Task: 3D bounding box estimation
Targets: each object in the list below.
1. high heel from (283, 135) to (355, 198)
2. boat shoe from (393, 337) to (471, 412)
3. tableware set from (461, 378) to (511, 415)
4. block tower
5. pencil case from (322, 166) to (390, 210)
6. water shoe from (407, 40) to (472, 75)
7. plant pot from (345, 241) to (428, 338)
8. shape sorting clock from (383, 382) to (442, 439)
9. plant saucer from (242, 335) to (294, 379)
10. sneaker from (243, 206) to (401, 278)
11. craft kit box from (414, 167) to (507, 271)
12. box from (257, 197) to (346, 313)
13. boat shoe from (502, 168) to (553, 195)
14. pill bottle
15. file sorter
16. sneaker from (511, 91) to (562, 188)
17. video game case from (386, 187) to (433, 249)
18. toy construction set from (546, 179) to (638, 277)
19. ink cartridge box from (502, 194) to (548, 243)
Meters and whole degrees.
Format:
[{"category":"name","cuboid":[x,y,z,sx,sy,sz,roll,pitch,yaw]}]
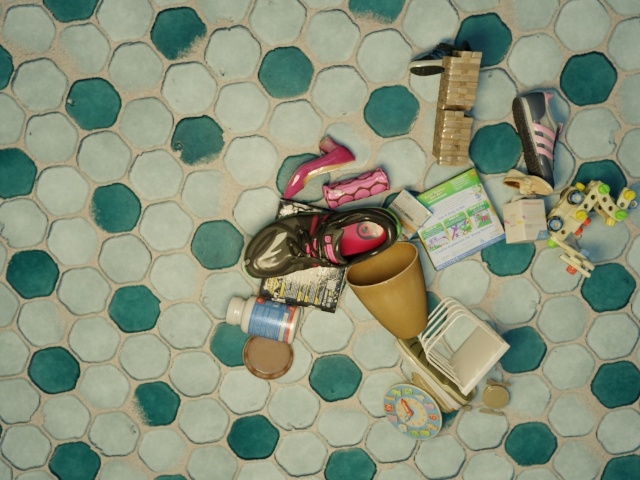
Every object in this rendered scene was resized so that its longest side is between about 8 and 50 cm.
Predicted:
[{"category":"high heel","cuboid":[-0.005,-0.202,1.884,0.117,0.082,0.244,40,83,6]},{"category":"boat shoe","cuboid":[0.338,0.433,1.947,0.302,0.113,0.103,46,119,9]},{"category":"tableware set","cuboid":[0.521,0.502,1.994,0.194,0.039,0.128,9,108,3]},{"category":"block tower","cuboid":[0.404,-0.395,1.815,0.091,0.097,0.335,1,109,-6]},{"category":"pencil case","cuboid":[0.111,-0.164,1.876,0.209,0.098,0.095,-20,67,1]},{"category":"water shoe","cuboid":[0.362,-0.558,1.848,0.203,0.073,0.080,-8,77,-3]},{"category":"plant pot","cuboid":[0.236,0.171,1.876,0.237,0.237,0.254,-26,112,4]},{"category":"shape sorting clock","cuboid":[0.295,0.557,1.959,0.206,0.040,0.206,16,119,32]},{"category":"plant saucer","cuboid":[-0.170,0.375,1.988,0.168,0.029,0.168,0,98,1]},{"category":"sneaker","cuboid":[0.000,0.000,1.773,0.483,0.202,0.185,-16,97,2]},{"category":"craft kit box","cuboid":[0.422,-0.066,1.912,0.250,0.061,0.246,-26,99,4]},{"category":"box","cuboid":[-0.039,0.049,1.920,0.257,0.079,0.322,13,97,0]},{"category":"boat shoe","cuboid":[0.629,-0.165,1.845,0.059,0.170,0.063,-47,127,-7]},{"category":"pill bottle","cuboid":[-0.181,0.245,1.919,0.222,0.124,0.124,13,98,3]},{"category":"file sorter","cuboid":[0.419,0.304,1.852,0.173,0.277,0.193,40,96,-1]},{"category":"sneaker","cuboid":[0.692,-0.300,1.851,0.131,0.112,0.319,-18,101,-3]},{"category":"video game case","cuboid":[0.256,-0.065,1.892,0.119,0.015,0.166,42,119,4]},{"category":"toy construction set","cuboid":[0.818,-0.051,1.866,0.215,0.151,0.327,36,82,-6]},{"category":"ink cartridge box","cuboid":[0.632,-0.067,1.869,0.092,0.090,0.143,-1,83,-21]}]
